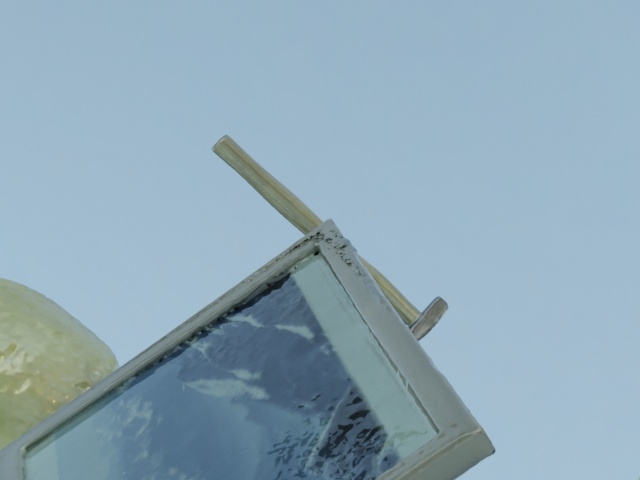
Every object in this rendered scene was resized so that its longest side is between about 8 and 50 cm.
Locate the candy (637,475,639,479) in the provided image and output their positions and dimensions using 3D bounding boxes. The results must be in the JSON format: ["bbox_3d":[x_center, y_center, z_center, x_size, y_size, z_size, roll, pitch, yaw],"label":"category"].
[{"bbox_3d":[0.206,-0.009,0.525,0.132,0.142,0.343,37,-103,-41],"label":"candy"}]

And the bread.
[{"bbox_3d":[-0.325,0.187,1.685,0.237,0.320,0.320,35,-54,22],"label":"bread"}]

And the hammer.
[{"bbox_3d":[0.000,0.000,1.294,0.199,0.062,0.013,42,-41,1],"label":"hammer"}]

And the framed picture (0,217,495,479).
[{"bbox_3d":[-0.058,0.108,0.951,0.247,0.335,0.022,-35,-71,1],"label":"framed picture"}]
